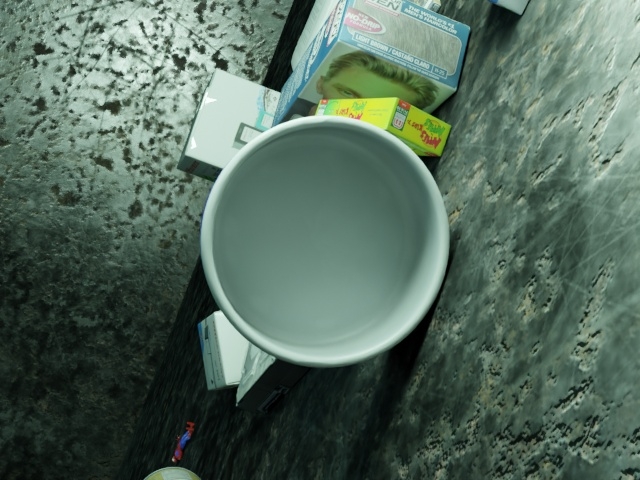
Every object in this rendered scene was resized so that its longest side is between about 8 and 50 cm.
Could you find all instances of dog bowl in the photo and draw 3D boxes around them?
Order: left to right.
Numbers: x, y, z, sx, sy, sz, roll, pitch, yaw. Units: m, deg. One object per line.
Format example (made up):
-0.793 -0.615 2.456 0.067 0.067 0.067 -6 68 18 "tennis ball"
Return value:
0.000 0.000 0.972 0.104 0.264 0.265 -170 100 -79 "dog bowl"

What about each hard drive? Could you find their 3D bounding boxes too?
-0.055 0.102 1.519 0.237 0.064 0.339 127 158 -54 "hard drive"

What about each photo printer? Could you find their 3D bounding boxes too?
0.042 -0.486 1.915 0.256 0.107 0.308 -104 37 -68 "photo printer"

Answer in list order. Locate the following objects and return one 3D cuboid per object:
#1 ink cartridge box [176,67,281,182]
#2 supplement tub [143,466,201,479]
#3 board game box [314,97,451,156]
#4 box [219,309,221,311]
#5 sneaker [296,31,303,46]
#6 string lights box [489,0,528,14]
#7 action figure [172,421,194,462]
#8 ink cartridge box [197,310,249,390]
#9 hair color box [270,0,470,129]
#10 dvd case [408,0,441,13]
-0.143 -0.210 1.894 0.198 0.270 0.197 165 124 -75 "ink cartridge box"
-0.260 0.492 1.587 0.199 0.144 0.144 164 125 -75 "supplement tub"
0.075 -0.149 1.160 0.181 0.092 0.043 13 83 59 "board game box"
-0.233 0.227 2.128 0.179 0.043 0.105 -113 44 -70 "box"
-0.008 -0.440 2.151 0.092 0.088 0.225 -30 44 53 "sneaker"
0.119 -0.354 1.026 0.133 0.259 0.077 -102 35 -69 "string lights box"
-0.345 0.505 2.204 0.038 0.030 0.115 -111 41 -64 "action figure"
-0.172 0.209 1.698 0.190 0.082 0.140 142 119 -70 "ink cartridge box"
0.055 -0.219 1.287 0.347 0.173 0.105 139 149 -66 "hair color box"
0.141 -0.382 1.482 0.164 0.018 0.221 -56 23 37 "dvd case"
